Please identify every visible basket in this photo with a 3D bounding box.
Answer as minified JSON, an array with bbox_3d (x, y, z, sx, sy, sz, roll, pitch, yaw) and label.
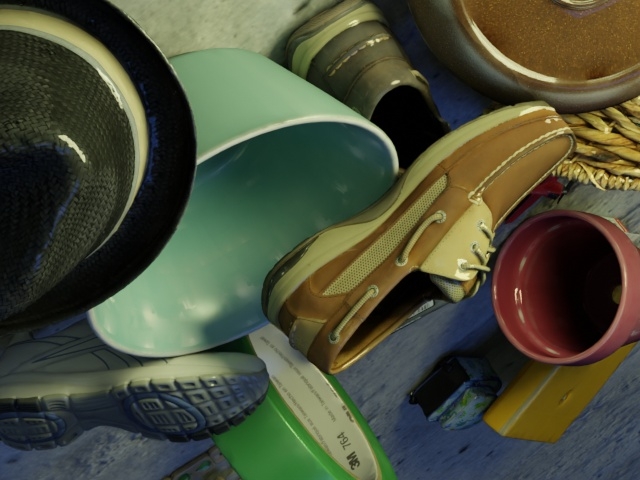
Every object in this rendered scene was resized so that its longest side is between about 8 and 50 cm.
[{"bbox_3d":[0.312,-0.112,1.573,0.223,0.213,0.299,-45,172,19],"label":"basket"}]

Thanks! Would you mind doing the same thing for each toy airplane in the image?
[{"bbox_3d":[0.267,-0.066,1.863,0.151,0.028,0.151,-25,151,-15],"label":"toy airplane"}]

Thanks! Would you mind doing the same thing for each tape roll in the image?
[{"bbox_3d":[-0.035,0.192,1.641,0.077,0.321,0.321,-39,151,8],"label":"tape roll"}]

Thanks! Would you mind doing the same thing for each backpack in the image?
[{"bbox_3d":[0.206,0.221,2.175,0.114,0.084,0.105,0,139,-49],"label":"backpack"}]

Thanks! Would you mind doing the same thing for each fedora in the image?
[{"bbox_3d":[-0.256,-0.034,1.112,0.334,0.152,0.334,0,120,0],"label":"fedora"}]

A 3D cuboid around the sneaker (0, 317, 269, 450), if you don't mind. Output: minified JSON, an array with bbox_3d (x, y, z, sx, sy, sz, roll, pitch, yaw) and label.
[{"bbox_3d":[-0.195,0.125,1.486,0.297,0.129,0.111,-2,140,10],"label":"sneaker"}]

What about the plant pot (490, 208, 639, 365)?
[{"bbox_3d":[0.354,0.066,1.966,0.180,0.201,0.201,8,131,-48],"label":"plant pot"}]

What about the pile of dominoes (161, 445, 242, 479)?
[{"bbox_3d":[-0.117,0.350,2.038,0.251,0.040,0.196,-32,137,-3],"label":"pile of dominoes"}]

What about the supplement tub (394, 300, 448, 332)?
[{"bbox_3d":[0.065,0.052,1.744,0.190,0.117,0.117,-27,150,-12],"label":"supplement tub"}]

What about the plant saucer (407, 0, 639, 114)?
[{"bbox_3d":[0.227,-0.252,1.331,0.310,0.050,0.311,-1,113,-3],"label":"plant saucer"}]

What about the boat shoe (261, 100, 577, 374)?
[{"bbox_3d":[0.103,0.006,1.379,0.324,0.120,0.122,-37,152,4],"label":"boat shoe"}]

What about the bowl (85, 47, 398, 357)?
[{"bbox_3d":[-0.102,-0.053,1.370,0.311,0.163,0.311,-25,149,-16],"label":"bowl"}]

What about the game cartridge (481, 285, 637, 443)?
[{"bbox_3d":[0.389,0.157,2.216,0.324,0.052,0.285,-54,155,7],"label":"game cartridge"}]

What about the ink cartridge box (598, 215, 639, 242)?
[{"bbox_3d":[0.388,-0.001,2.083,0.115,0.029,0.063,5,133,-50],"label":"ink cartridge box"}]

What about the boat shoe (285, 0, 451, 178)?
[{"bbox_3d":[0.063,-0.095,1.506,0.132,0.130,0.355,-34,151,1],"label":"boat shoe"}]
